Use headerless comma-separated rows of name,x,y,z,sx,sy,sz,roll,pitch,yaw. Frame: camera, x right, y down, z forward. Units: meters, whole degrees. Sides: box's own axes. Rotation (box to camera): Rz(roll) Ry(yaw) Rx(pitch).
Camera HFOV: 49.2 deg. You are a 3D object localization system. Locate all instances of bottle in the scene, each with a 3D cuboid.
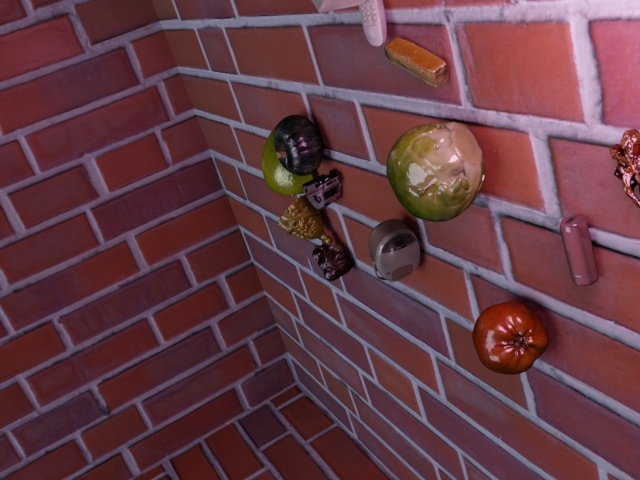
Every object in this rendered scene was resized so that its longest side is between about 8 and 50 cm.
bottle,0.514,0.022,1.390,0.053,0.053,0.140,23,136,62

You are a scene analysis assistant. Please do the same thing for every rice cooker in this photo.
rice cooker,0.214,0.029,2.049,0.206,0.145,0.127,82,166,-51

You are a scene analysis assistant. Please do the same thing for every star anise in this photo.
star anise,0.534,-0.096,1.145,0.097,0.070,0.190,103,150,-47

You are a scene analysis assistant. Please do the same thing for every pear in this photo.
pear,-0.143,-0.302,2.551,0.288,0.139,0.239,-139,38,-58

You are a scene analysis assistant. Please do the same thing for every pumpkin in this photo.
pumpkin,-0.078,-0.313,2.330,0.211,0.152,0.211,166,90,-79

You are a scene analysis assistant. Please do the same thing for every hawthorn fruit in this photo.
hawthorn fruit,0.451,0.234,1.677,0.189,0.189,0.189,51,158,30

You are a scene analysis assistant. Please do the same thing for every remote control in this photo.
remote control,0.122,-0.572,1.638,0.073,0.044,0.229,21,127,58

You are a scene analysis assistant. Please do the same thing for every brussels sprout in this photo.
brussels sprout,0.263,-0.155,1.589,0.244,0.244,0.244,51,158,30

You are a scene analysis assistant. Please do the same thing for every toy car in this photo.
toy car,0.015,-0.170,2.381,0.108,0.089,0.210,64,163,-4

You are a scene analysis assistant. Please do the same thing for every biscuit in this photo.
biscuit,0.218,-0.406,1.593,0.188,0.052,0.056,45,167,44

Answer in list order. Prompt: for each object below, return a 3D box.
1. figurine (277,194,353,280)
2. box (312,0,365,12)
figurine,0.003,-0.002,2.596,0.315,0.168,0.187,48,131,9
box,0.067,-0.612,1.521,0.086,0.130,0.225,62,151,13
